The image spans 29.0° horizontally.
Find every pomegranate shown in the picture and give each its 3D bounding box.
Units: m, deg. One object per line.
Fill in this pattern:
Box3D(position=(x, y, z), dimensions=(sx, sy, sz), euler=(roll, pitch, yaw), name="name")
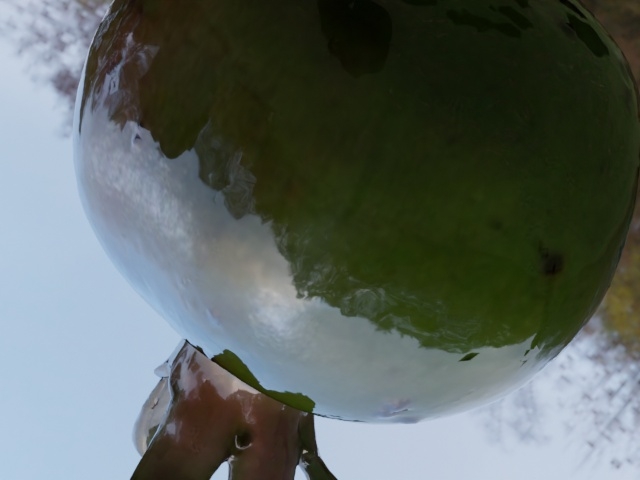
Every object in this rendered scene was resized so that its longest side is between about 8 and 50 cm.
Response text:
Box3D(position=(0.000, 0.000, 0.400), dimensions=(0.182, 0.224, 0.181), euler=(24, -164, -7), name="pomegranate")
